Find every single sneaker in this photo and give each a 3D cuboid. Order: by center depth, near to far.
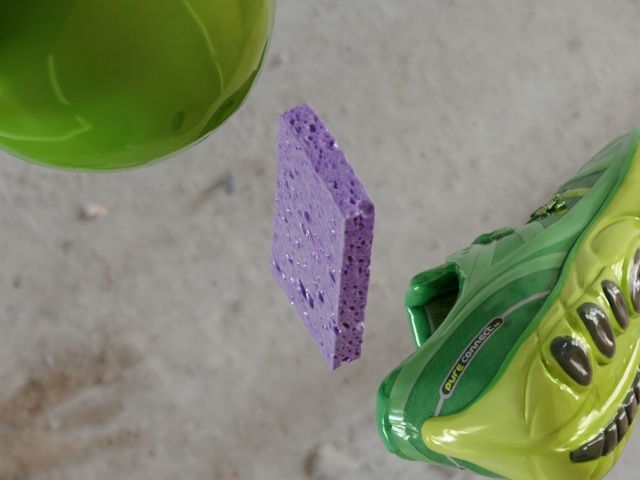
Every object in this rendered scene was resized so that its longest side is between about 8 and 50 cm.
[{"bbox_3d":[0.106,0.019,0.911,0.295,0.124,0.109,-43,127,-59],"label":"sneaker"}]

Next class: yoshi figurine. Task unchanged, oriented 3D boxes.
[{"bbox_3d":[-0.144,-0.105,0.621,0.203,0.362,0.203,-56,130,-28],"label":"yoshi figurine"}]

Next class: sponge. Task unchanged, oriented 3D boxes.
[{"bbox_3d":[0.000,0.000,1.513,0.031,0.117,0.210,-21,147,-17],"label":"sponge"}]
